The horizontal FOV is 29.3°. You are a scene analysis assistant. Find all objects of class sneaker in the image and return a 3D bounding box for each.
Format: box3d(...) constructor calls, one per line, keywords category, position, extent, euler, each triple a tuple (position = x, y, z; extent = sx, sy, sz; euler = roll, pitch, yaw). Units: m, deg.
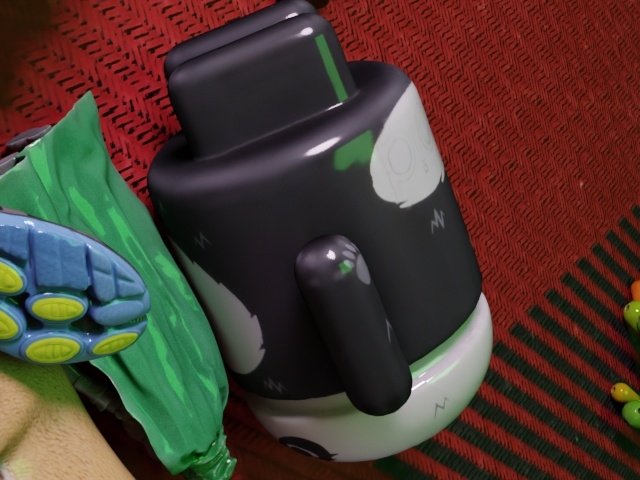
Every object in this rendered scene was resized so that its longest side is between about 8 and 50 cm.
box3d(category="sneaker", position=(-0.165, 0.001, 0.553), extent=(0.078, 0.188, 0.067), euler=(-101, -150, -68))

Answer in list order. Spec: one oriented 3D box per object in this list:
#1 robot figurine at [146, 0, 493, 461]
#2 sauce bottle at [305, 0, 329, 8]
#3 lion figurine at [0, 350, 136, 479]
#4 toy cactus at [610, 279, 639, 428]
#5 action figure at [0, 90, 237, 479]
box3d(category="robot figurine", position=(-0.002, 0.002, 0.743), extent=(0.209, 0.173, 0.278), euler=(-48, 124, -47))
box3d(category="sauce bottle", position=(-0.007, -0.233, 0.889), extent=(0.042, 0.042, 0.128), euler=(21, 70, -50))
box3d(category="lion figurine", position=(-0.129, 0.147, 0.587), extent=(0.392, 0.142, 0.240), euler=(62, 34, -20))
box3d(category="toy cactus", position=(0.381, 0.141, 1.321), extent=(0.219, 0.112, 0.181), euler=(-66, 144, -47))
box3d(category="action figure", position=(-0.110, 0.047, 0.681), extent=(0.232, 0.063, 0.137), euler=(62, 31, -19))
